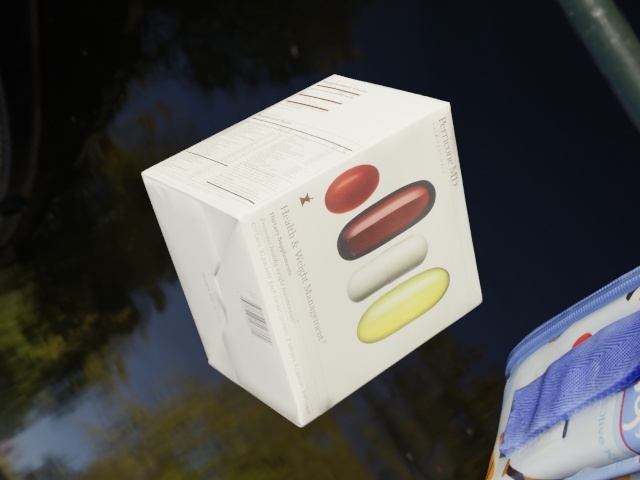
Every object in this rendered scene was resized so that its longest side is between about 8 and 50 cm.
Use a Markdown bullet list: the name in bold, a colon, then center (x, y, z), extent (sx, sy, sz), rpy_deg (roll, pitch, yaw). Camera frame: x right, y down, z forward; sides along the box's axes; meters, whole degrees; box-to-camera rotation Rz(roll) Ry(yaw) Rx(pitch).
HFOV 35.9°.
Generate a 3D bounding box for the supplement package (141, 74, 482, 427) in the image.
- **supplement package**: center (0.000, 0.000, 0.807), extent (0.149, 0.203, 0.194), rpy_deg (24, 137, 49)

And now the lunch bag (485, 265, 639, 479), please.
- **lunch bag**: center (0.197, 0.078, 0.346), extent (0.243, 0.115, 0.303), rpy_deg (25, 152, -4)
